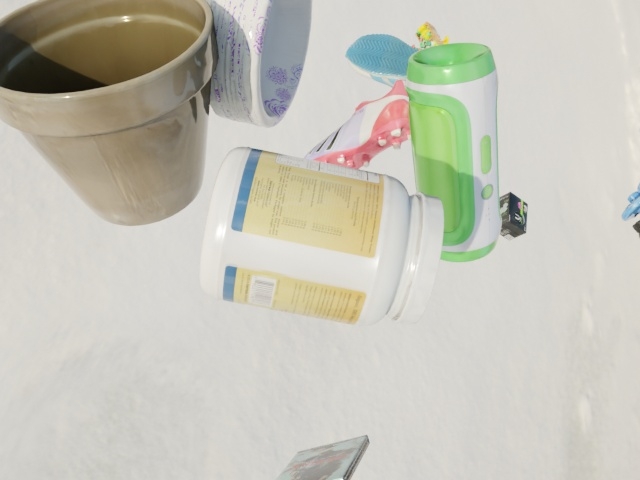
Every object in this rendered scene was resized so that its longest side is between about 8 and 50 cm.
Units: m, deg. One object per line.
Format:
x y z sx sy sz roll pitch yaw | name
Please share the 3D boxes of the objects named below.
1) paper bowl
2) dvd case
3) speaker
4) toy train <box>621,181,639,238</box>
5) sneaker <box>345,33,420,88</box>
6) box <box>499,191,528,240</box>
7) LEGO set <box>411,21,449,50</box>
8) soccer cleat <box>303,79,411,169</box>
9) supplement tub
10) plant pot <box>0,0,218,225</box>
-0.122 -0.343 1.092 0.284 0.148 0.284 13 90 -79 | paper bowl
-0.001 0.235 0.665 0.119 0.087 0.013 -8 79 -74 | dvd case
0.193 -0.120 0.924 0.131 0.131 0.296 -46 135 -45 | speaker
0.323 -0.052 0.531 0.080 0.105 0.184 52 -10 24 | toy train
0.148 -0.282 1.104 0.087 0.229 0.092 -62 162 -18 | sneaker
0.425 -0.055 1.451 0.062 0.052 0.083 29 56 -24 | box
0.203 -0.301 1.239 0.107 0.132 0.287 -3 83 -16 | LEGO set
0.061 -0.172 1.051 0.083 0.248 0.095 12 69 -38 | soccer cleat
0.000 0.000 0.599 0.200 0.144 0.144 11 64 -3 | supplement tub
-0.292 -0.185 0.959 0.280 0.323 0.323 83 27 -45 | plant pot
